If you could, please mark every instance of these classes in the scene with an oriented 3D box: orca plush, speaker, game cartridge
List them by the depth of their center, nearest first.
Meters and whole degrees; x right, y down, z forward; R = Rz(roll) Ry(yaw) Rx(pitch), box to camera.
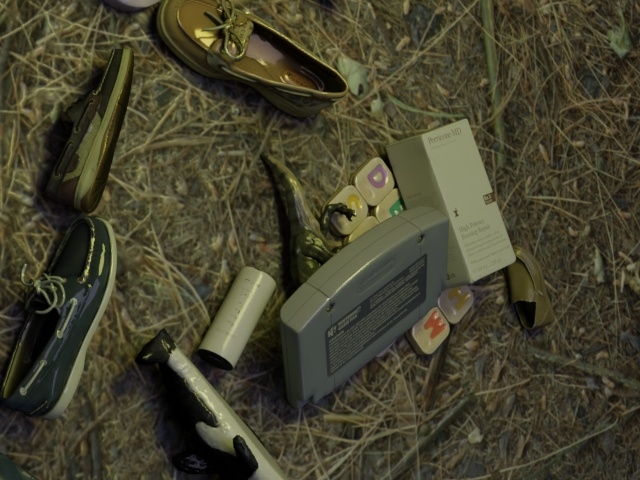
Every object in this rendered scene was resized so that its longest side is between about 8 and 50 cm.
[{"bbox_3d":[-0.149,0.255,1.635,0.102,0.151,0.287,-39,112,-2],"label":"orca plush"},{"bbox_3d":[-0.111,0.104,1.713,0.055,0.055,0.136,39,62,-25],"label":"speaker"},{"bbox_3d":[0.062,0.081,1.767,0.297,0.062,0.198,-35,139,-29],"label":"game cartridge"}]

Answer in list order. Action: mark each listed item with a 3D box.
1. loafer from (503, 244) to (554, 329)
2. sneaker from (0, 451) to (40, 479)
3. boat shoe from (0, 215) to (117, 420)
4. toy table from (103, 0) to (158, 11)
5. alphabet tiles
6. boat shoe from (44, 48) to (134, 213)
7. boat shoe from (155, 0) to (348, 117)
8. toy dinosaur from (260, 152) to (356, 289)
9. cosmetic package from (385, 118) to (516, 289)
[{"bbox_3d":[0.324,0.077,2.038,0.050,0.056,0.148,-37,105,-41],"label":"loafer"},{"bbox_3d":[-0.437,0.370,1.399,0.236,0.130,0.322,31,70,-18],"label":"sneaker"},{"bbox_3d":[-0.318,0.084,1.543,0.079,0.095,0.254,27,76,-42],"label":"boat shoe"},{"bbox_3d":[-0.213,-0.449,1.661,0.252,0.161,0.274,-8,86,-37],"label":"toy table"},{"bbox_3d":[0.118,0.025,1.917,0.278,0.021,0.284,-46,109,-32],"label":"alphabet tiles"},{"bbox_3d":[-0.287,-0.145,1.609,0.073,0.080,0.223,13,72,-2],"label":"boat shoe"},{"bbox_3d":[-0.090,-0.261,1.764,0.285,0.089,0.104,22,70,-32],"label":"boat shoe"},{"bbox_3d":[0.000,0.000,1.799,0.118,0.064,0.268,-10,86,-19],"label":"toy dinosaur"},{"bbox_3d":[0.195,-0.054,1.925,0.117,0.085,0.231,-23,95,-43],"label":"cosmetic package"}]
